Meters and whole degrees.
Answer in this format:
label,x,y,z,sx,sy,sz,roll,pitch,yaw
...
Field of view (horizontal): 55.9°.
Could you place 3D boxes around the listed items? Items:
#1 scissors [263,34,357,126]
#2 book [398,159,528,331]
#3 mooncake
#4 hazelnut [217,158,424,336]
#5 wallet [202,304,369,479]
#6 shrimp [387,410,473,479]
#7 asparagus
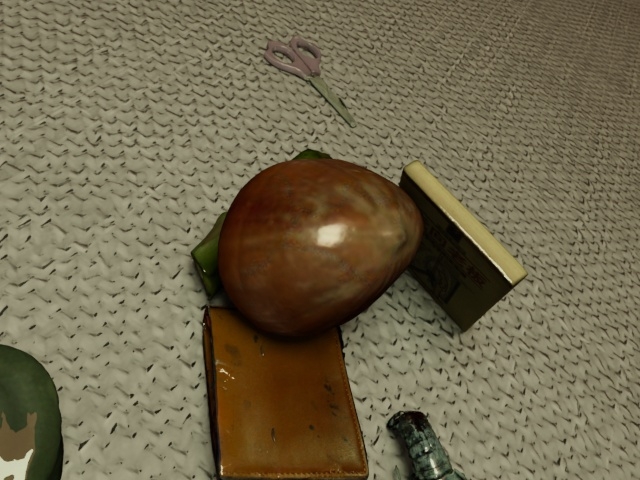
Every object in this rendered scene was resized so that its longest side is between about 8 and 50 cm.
label,x,y,z,sx,sy,sz,roll,pitch,yaw
scissors,-0.005,-0.261,0.984,0.110,0.021,0.212,-23,64,-35
book,0.141,0.019,0.688,0.026,0.231,0.161,-38,74,-11
mooncake,-0.279,0.162,0.447,0.168,0.104,0.175,44,50,9
hazelnut,0.000,0.000,0.612,0.214,0.214,0.176,-44,113,-43
wallet,-0.040,0.154,0.612,0.161,0.042,0.195,9,45,-27
shrimp,0.106,0.244,0.583,0.082,0.076,0.174,-15,58,-8
asparagus,-0.070,-0.031,0.738,0.067,0.060,0.278,51,47,-6
